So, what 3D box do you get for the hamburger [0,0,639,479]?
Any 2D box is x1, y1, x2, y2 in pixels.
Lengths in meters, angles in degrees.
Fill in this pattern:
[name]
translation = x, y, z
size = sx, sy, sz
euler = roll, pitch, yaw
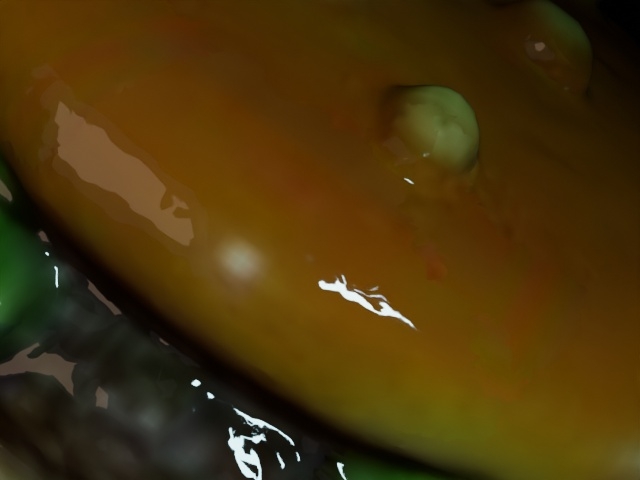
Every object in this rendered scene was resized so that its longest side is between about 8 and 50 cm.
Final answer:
[hamburger]
translation = 0.000, 0.000, 0.729
size = 0.277, 0.396, 0.395
euler = -55, 47, 27
